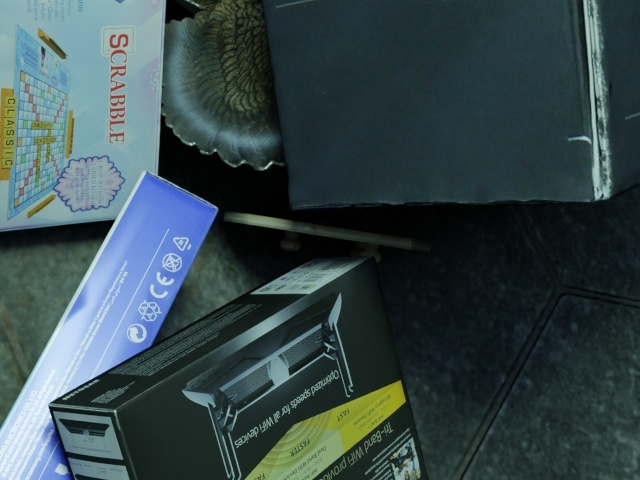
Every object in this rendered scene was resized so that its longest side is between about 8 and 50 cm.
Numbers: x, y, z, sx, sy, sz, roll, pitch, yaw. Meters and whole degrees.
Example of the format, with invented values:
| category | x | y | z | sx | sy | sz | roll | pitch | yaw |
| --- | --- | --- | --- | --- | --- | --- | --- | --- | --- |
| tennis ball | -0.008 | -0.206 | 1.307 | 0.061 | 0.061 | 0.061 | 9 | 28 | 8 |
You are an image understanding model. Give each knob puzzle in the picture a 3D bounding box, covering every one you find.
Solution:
| category | x | y | z | sx | sy | sz | roll | pitch | yaw |
| --- | --- | --- | --- | --- | --- | --- | --- | --- | --- |
| knob puzzle | 0.000 | 0.000 | 0.979 | 0.213 | 0.213 | 0.030 | 9 | 91 | -19 |

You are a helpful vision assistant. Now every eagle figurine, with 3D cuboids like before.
| category | x | y | z | sx | sy | sz | roll | pitch | yaw |
| --- | --- | --- | --- | --- | --- | --- | --- | --- | --- |
| eagle figurine | -0.045 | -0.179 | 1.000 | 0.226 | 0.225 | 0.298 | -3 | 80 | -8 |

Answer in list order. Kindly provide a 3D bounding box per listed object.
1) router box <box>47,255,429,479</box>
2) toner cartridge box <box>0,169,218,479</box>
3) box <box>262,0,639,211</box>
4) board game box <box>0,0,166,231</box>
| category | x | y | z | sx | sy | sz | roll | pitch | yaw |
| --- | --- | --- | --- | --- | --- | --- | --- | --- | --- |
| router box | -0.043 | 0.176 | 0.830 | 0.309 | 0.081 | 0.242 | -28 | 108 | -47 |
| toner cartridge box | -0.202 | 0.125 | 0.843 | 0.075 | 0.165 | 0.347 | 28 | 61 | -9 |
| box | 0.193 | -0.300 | 0.889 | 0.480 | 0.297 | 0.471 | -19 | 103 | -49 |
| board game box | -0.288 | -0.149 | 0.839 | 0.318 | 0.318 | 0.066 | -6 | 38 | -22 |
